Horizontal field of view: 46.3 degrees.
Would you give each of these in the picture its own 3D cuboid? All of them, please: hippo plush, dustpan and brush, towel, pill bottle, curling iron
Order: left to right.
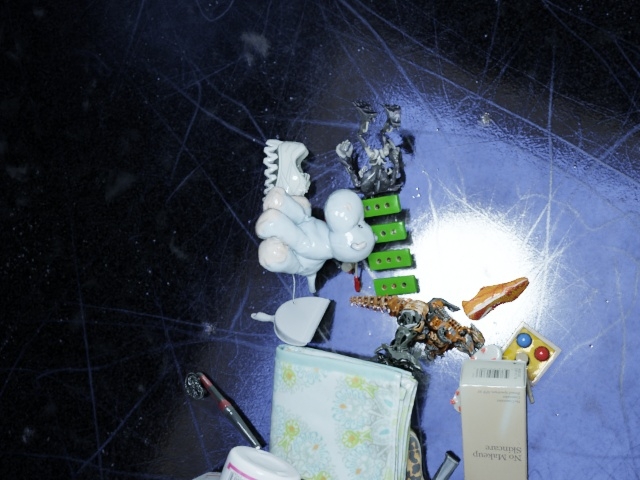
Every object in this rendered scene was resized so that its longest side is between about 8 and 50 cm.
[{"bbox_3d":[-0.253,0.446,1.951,0.274,0.035,0.068,39,98,16],"label":"curling iron"},{"bbox_3d":[-0.162,0.585,1.535,0.160,0.160,0.283,22,89,16],"label":"pill bottle"},{"bbox_3d":[-0.091,0.199,1.917,0.211,0.060,0.147,11,51,22],"label":"dustpan and brush"},{"bbox_3d":[0.000,0.000,1.776,0.236,0.234,0.295,-10,98,27],"label":"hippo plush"},{"bbox_3d":[0.042,0.435,1.789,0.374,0.090,0.321,8,95,30],"label":"towel"}]

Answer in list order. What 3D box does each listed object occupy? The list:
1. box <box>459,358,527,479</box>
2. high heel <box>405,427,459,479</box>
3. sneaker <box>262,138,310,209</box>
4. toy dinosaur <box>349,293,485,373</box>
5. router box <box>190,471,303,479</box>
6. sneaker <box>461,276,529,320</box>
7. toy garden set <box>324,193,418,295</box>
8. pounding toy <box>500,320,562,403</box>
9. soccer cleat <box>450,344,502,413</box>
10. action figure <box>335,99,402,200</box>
[{"bbox_3d":[0.392,0.432,1.681,0.147,0.121,0.311,-2,109,16],"label":"box"},{"bbox_3d":[0.178,0.539,1.799,0.261,0.093,0.186,34,89,8],"label":"high heel"},{"bbox_3d":[-0.088,-0.121,1.944,0.118,0.110,0.292,0,84,5],"label":"sneaker"},{"bbox_3d":[0.226,0.222,1.818,0.321,0.164,0.218,15,63,29],"label":"toy dinosaur"},{"bbox_3d":[-0.169,0.625,1.772,0.335,0.301,0.082,-1,83,15],"label":"router box"},{"bbox_3d":[0.420,0.126,1.804,0.175,0.064,0.067,-26,50,0],"label":"sneaker"},{"bbox_3d":[0.128,0.016,1.881,0.203,0.049,0.245,-8,99,26],"label":"toy garden set"},{"bbox_3d":[0.483,0.282,1.748,0.130,0.100,0.141,37,94,16],"label":"pounding toy"},{"bbox_3d":[0.374,0.324,1.763,0.068,0.076,0.196,44,118,40],"label":"soccer cleat"},{"bbox_3d":[0.131,-0.214,1.878,0.163,0.141,0.276,-2,124,-13],"label":"action figure"}]
